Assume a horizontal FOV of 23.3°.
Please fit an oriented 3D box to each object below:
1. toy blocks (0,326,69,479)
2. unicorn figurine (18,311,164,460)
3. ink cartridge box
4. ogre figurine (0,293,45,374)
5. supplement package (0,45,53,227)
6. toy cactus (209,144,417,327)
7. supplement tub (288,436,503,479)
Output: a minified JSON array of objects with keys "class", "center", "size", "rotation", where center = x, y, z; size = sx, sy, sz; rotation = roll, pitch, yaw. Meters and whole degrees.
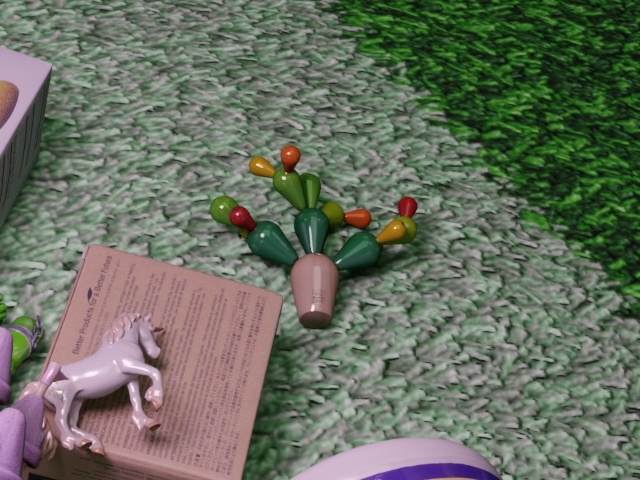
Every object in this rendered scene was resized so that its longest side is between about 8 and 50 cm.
[{"class":"toy blocks","center":[-0.303,0.161,1.096],"size":[0.309,0.288,0.260],"rotation":[20,73,19]},{"class":"unicorn figurine","center":[-0.175,0.116,1.288],"size":[0.162,0.060,0.111],"rotation":[-15,54,-29]},{"class":"ink cartridge box","center":[-0.149,0.131,1.387],"size":[0.193,0.088,0.235],"rotation":[15,45,-2]},{"class":"ogre figurine","center":[-0.340,0.087,1.367],"size":[0.197,0.097,0.118],"rotation":[35,21,-31]},{"class":"supplement package","center":[-0.365,-0.074,1.486],"size":[0.139,0.134,0.244],"rotation":[18,43,-1]},{"class":"toy cactus","center":[0.000,0.000,1.574],"size":[0.219,0.112,0.180],"rotation":[12,53,-19]},{"class":"supplement tub","center":[0.084,0.340,1.146],"size":[0.241,0.241,0.331],"rotation":[-5,48,-23]}]
